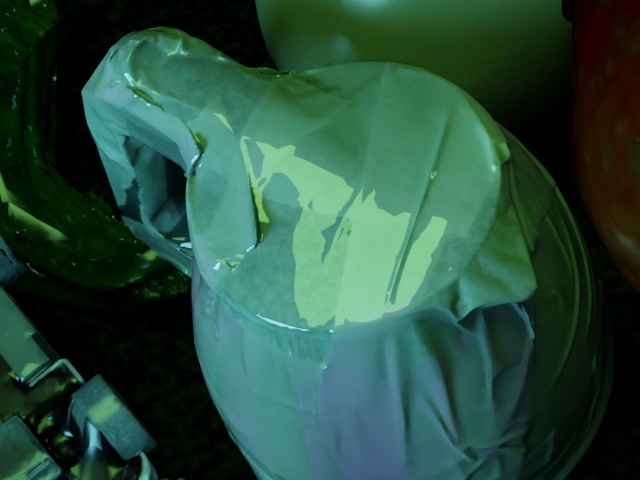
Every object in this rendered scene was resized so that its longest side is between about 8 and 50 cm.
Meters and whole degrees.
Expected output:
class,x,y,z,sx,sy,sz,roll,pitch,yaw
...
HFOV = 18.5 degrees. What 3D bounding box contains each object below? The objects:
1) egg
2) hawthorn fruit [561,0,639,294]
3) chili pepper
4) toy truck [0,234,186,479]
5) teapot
class,x,y,z,sx,sy,sz,roll,pitch,yaw
egg,0.069,-0.149,0.860,0.186,0.186,0.242,30,77,36
hawthorn fruit,0.198,-0.042,0.706,0.215,0.215,0.250,-13,30,14
chili pepper,-0.142,-0.064,0.972,0.122,0.065,0.279,-17,52,-6
toy truck,-0.159,0.058,0.845,0.114,0.124,0.253,-40,60,-7
teapot,0.013,-0.005,0.771,0.163,0.178,0.221,-28,57,-4
